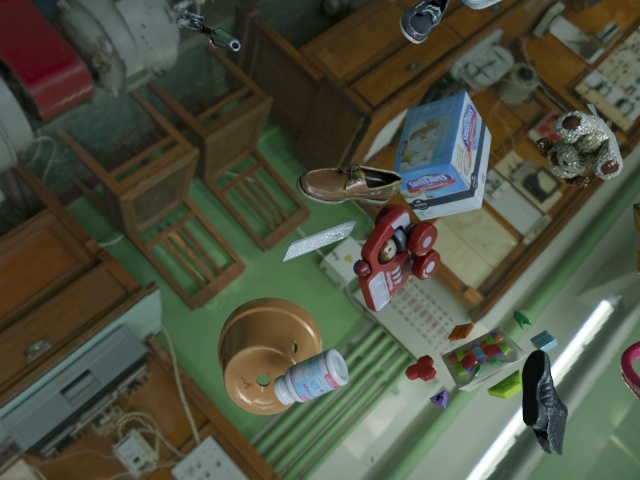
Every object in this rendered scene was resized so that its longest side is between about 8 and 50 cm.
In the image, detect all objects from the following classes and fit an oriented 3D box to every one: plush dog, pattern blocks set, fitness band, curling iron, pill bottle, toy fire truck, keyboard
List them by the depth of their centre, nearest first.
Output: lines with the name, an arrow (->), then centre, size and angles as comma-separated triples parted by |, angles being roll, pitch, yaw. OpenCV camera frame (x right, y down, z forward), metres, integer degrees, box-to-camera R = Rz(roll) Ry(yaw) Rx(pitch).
curling iron -> -0.182, -0.342, 1.018 | 0.068, 0.274, 0.035 | 13, 111, -32
pill bottle -> -0.023, 0.314, 1.395 | 0.160, 0.087, 0.087 | -28, 176, 18
pattern blocks set -> 0.388, 0.284, 1.489 | 0.325, 0.026, 0.285 | -34, -154, -9
fitness band -> 0.899, 0.346, 1.556 | 0.209, 0.054, 0.291 | -21, -157, 5
keyboard -> 0.000, 0.000, 1.757 | 0.256, 0.014, 0.072 | -21, 147, -38
toy fire truck -> 0.208, 0.053, 1.817 | 0.254, 0.169, 0.302 | -44, 143, -19
plush dog -> 0.856, -0.303, 2.049 | 0.225, 0.262, 0.210 | -42, -179, 45

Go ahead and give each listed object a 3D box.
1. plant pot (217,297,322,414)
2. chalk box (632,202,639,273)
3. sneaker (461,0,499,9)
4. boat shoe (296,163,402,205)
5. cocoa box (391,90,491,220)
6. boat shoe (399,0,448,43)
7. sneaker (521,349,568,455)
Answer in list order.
plant pot -> -0.140, 0.324, 1.632 | 0.291, 0.291, 0.203 | -48, -169, 14
chalk box -> 0.875, -0.011, 1.347 | 0.289, 0.179, 0.180 | -16, -160, 2
sneaker -> 0.392, -0.548, 1.251 | 0.228, 0.087, 0.092 | -25, 180, 31
boat shoe -> 0.084, -0.167, 1.681 | 0.307, 0.111, 0.104 | -3, 155, -32
cocoa box -> 0.410, -0.283, 2.063 | 0.231, 0.228, 0.347 | -10, -134, 36
boat shoe -> 0.236, -0.509, 1.368 | 0.065, 0.075, 0.206 | -41, -168, 47
sneaker -> 0.407, 0.291, 1.104 | 0.051, 0.089, 0.170 | -23, -134, 53
